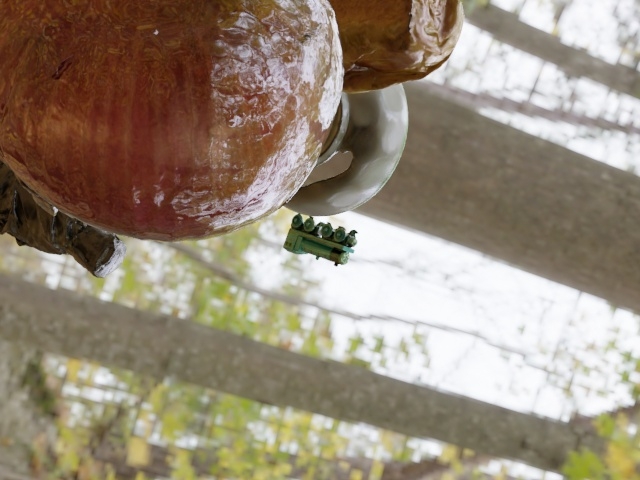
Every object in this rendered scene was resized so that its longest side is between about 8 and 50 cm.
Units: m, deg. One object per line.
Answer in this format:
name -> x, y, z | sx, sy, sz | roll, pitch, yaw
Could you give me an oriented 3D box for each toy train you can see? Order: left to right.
toy train -> 0.000, 0.000, 1.584 | 0.092, 0.029, 0.045 | 19, -91, 42

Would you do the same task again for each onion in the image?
onion -> -0.145, -0.154, 1.339 | 0.353, 0.354, 0.353 | -48, -148, 44

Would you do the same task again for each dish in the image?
dish -> -0.019, -0.208, 2.608 | 0.324, 0.124, 0.324 | -4, -98, 29

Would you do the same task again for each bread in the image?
bread -> 0.026, -0.284, 1.975 | 0.344, 0.149, 0.195 | -4, -106, 35

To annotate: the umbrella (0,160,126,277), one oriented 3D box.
umbrella -> -0.349, -0.067, 1.815 | 0.154, 0.337, 0.128 | -53, 156, -28
